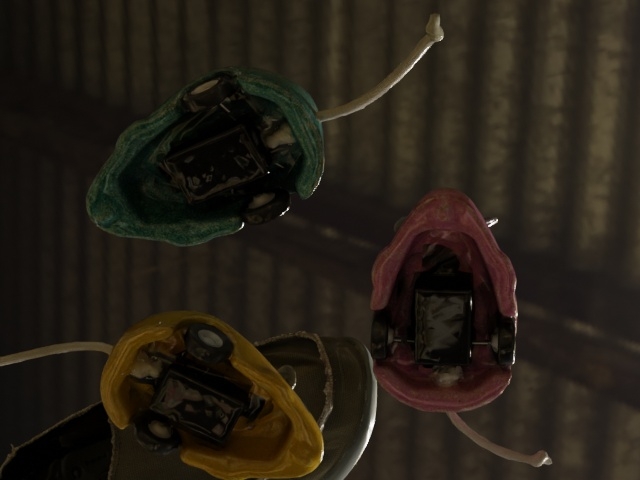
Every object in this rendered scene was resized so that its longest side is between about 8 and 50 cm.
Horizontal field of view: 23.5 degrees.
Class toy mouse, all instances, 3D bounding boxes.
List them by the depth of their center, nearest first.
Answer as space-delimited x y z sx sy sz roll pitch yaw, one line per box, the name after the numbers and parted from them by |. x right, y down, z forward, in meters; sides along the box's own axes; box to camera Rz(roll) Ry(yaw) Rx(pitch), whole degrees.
0.000 0.000 0.397 0.161 0.031 0.143 21 -65 -4 | toy mouse

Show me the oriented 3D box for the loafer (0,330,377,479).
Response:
-0.081 0.118 0.860 0.251 0.087 0.094 -28 -127 25 | loafer
